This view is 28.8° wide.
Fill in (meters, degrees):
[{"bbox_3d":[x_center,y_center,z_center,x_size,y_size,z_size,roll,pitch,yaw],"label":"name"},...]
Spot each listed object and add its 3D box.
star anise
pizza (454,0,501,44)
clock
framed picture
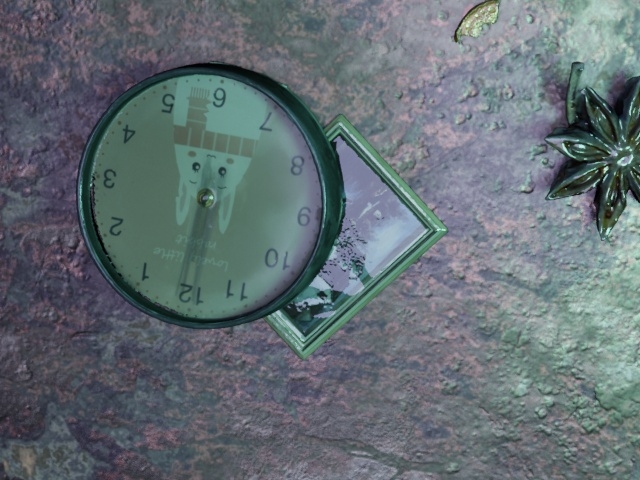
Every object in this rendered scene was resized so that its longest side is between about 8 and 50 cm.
[{"bbox_3d":[0.393,-0.130,1.675,0.230,0.081,0.262,-32,105,14],"label":"star anise"},{"bbox_3d":[0.215,-0.300,1.706,0.083,0.016,0.037,-41,91,10],"label":"pizza"},{"bbox_3d":[-0.162,-0.061,1.767,0.386,0.076,0.386,1,97,12],"label":"clock"},{"bbox_3d":[0.000,0.000,1.795,0.296,0.019,0.232,-43,92,14],"label":"framed picture"}]
